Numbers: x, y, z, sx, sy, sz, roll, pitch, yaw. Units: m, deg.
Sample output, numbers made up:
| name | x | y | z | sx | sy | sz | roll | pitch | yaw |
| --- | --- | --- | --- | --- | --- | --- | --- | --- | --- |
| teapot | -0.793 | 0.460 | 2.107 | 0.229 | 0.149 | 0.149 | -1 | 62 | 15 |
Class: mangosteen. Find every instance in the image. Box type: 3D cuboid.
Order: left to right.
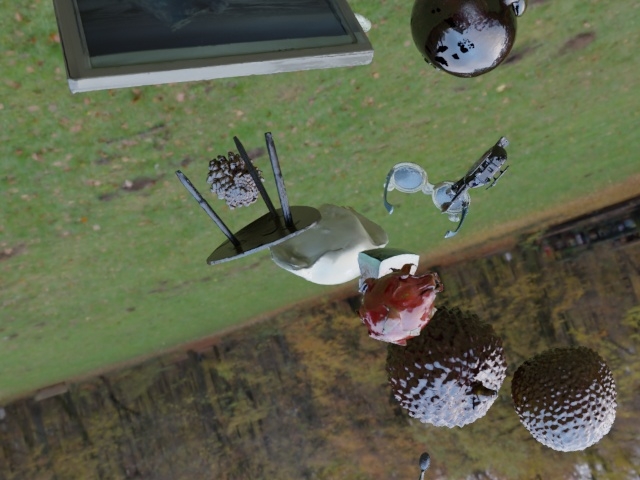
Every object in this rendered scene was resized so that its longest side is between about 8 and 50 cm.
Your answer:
| name | x | y | z | sx | sy | sz | roll | pitch | yaw |
| --- | --- | --- | --- | --- | --- | --- | --- | --- | --- |
| mangosteen | 0.394 | -0.580 | 1.663 | 0.297 | 0.296 | 0.313 | -11 | 172 | -42 |

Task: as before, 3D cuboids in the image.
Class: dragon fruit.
| name | x | y | z | sx | sy | sz | roll | pitch | yaw |
| --- | --- | --- | --- | --- | --- | --- | --- | --- | --- |
| dragon fruit | 0.136 | 0.112 | 1.109 | 0.166 | 0.136 | 0.133 | -36 | 174 | 28 |

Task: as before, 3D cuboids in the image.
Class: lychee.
| name | x | y | z | sx | sy | sz | roll | pitch | yaw |
| --- | --- | --- | --- | --- | --- | --- | --- | --- | --- |
| lychee | 0.266 | 0.267 | 1.337 | 0.264 | 0.264 | 0.300 | -15 | -161 | -20 |
| lychee | 0.449 | 0.286 | 1.157 | 0.194 | 0.194 | 0.194 | -17 | 173 | -2 |

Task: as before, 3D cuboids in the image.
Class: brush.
| name | x | y | z | sx | sy | sz | roll | pitch | yaw |
| --- | --- | --- | --- | --- | --- | --- | --- | --- | --- |
| brush | 0.223 | 0.501 | 1.381 | 0.024 | 0.083 | 0.008 | 12 | -173 | 20 |

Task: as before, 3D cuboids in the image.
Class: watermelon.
| name | x | y | z | sx | sy | sz | roll | pitch | yaw |
| --- | --- | --- | --- | --- | --- | --- | --- | --- | --- |
| watermelon | 0.169 | 0.129 | 1.682 | 0.154 | 0.241 | 0.094 | -7 | -152 | -33 |

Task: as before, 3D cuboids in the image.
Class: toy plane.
| name | x | y | z | sx | sy | sz | roll | pitch | yaw |
| --- | --- | --- | --- | --- | --- | --- | --- | --- | --- |
| toy plane | 0.315 | -0.127 | 1.285 | 0.197 | 0.053 | 0.078 | -49 | -168 | 14 |

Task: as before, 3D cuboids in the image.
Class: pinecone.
| name | x | y | z | sx | sy | sz | roll | pitch | yaw |
| --- | --- | --- | --- | --- | --- | --- | --- | --- | --- |
| pinecone | -0.284 | -0.203 | 2.085 | 0.150 | 0.195 | 0.179 | -49 | 165 | -56 |

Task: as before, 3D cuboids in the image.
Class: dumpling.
| name | x | y | z | sx | sy | sz | roll | pitch | yaw |
| --- | --- | --- | --- | --- | --- | --- | --- | --- | --- |
| dumpling | 0.000 | 0.000 | 1.967 | 0.395 | 0.315 | 0.233 | -24 | 136 | -35 |

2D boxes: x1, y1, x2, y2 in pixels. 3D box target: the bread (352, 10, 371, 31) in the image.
| name | x | y | z | sx | sy | sz | roll | pitch | yaw |
| --- | --- | --- | --- | --- | --- | --- | --- | --- | --- |
| bread | 0.044 | -0.755 | 2.155 | 0.267 | 0.040 | 0.267 | 14 | -172 | -2 |

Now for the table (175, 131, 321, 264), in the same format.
| name | x | y | z | sx | sy | sz | roll | pitch | yaw |
| --- | --- | --- | --- | --- | --- | --- | --- | --- | --- |
| table | -0.170 | -0.132 | 1.606 | 0.317 | 0.249 | 0.317 | -22 | -162 | 7 |

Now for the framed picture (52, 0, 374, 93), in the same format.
| name | x | y | z | sx | sy | sz | roll | pitch | yaw |
| --- | --- | --- | --- | --- | --- | --- | --- | --- | --- |
| framed picture | -0.177 | -0.371 | 0.974 | 0.446 | 0.326 | 0.028 | -12 | 150 | -20 |

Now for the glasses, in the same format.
| name | x | y | z | sx | sy | sz | roll | pitch | yaw |
| --- | --- | --- | --- | --- | --- | --- | --- | --- | --- |
| glasses | 0.221 | -0.088 | 1.295 | 0.088 | 0.190 | 0.220 | -64 | 179 | 18 |

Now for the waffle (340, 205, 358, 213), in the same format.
| name | x | y | z | sx | sy | sz | roll | pitch | yaw |
| --- | --- | --- | --- | --- | --- | --- | --- | --- | --- |
| waffle | 0.108 | -0.073 | 2.337 | 0.021 | 0.135 | 0.092 | 4 | 122 | -44 |
